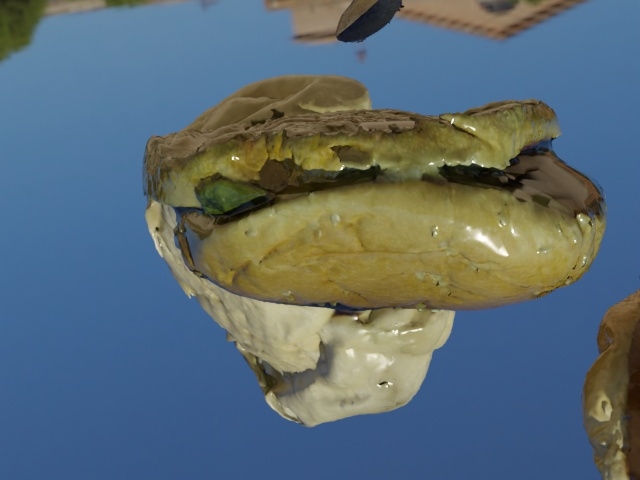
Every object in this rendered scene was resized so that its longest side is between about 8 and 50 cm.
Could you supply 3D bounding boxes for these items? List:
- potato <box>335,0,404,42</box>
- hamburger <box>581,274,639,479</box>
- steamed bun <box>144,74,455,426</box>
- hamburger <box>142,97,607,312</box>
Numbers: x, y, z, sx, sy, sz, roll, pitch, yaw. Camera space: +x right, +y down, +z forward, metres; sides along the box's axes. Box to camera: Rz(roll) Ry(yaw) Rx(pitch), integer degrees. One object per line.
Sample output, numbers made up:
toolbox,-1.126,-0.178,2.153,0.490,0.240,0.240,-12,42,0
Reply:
potato,0.057,-0.259,1.605,0.093,0.037,0.036,-38,-131,30
hamburger,0.353,0.205,1.271,0.209,0.330,0.162,-39,-164,-35
steamed bun,-0.002,0.001,1.404,0.230,0.372,0.324,-41,-143,-24
hamburger,0.038,-0.020,0.919,0.284,0.134,0.265,-4,-170,14
